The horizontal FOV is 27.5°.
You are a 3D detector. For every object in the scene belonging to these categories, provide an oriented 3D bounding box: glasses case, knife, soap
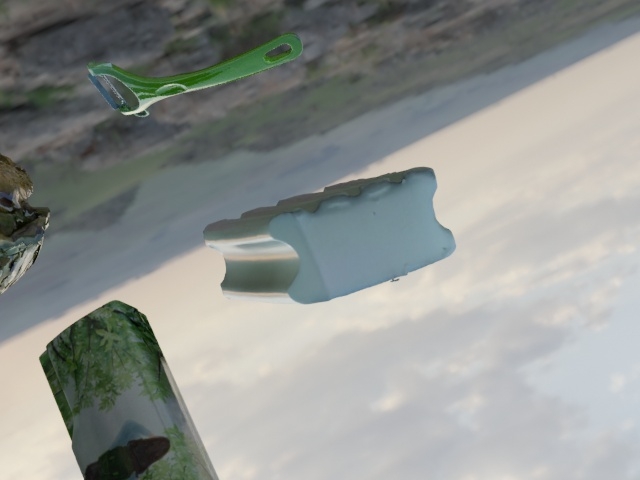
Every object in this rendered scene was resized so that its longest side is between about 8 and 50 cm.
[{"bbox_3d":[-0.139,0.184,1.044,0.095,0.272,0.062,-33,151,8],"label":"glasses case"},{"bbox_3d":[-0.093,-0.128,1.012,0.166,0.023,0.078,-11,156,13],"label":"knife"},{"bbox_3d":[0.000,0.000,1.344,0.172,0.095,0.289,-19,-176,-18],"label":"soap"}]

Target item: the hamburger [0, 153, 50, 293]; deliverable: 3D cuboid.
[{"bbox_3d":[-0.180,0.000,0.621,0.087,0.102,0.176,-62,169,8],"label":"hamburger"}]
